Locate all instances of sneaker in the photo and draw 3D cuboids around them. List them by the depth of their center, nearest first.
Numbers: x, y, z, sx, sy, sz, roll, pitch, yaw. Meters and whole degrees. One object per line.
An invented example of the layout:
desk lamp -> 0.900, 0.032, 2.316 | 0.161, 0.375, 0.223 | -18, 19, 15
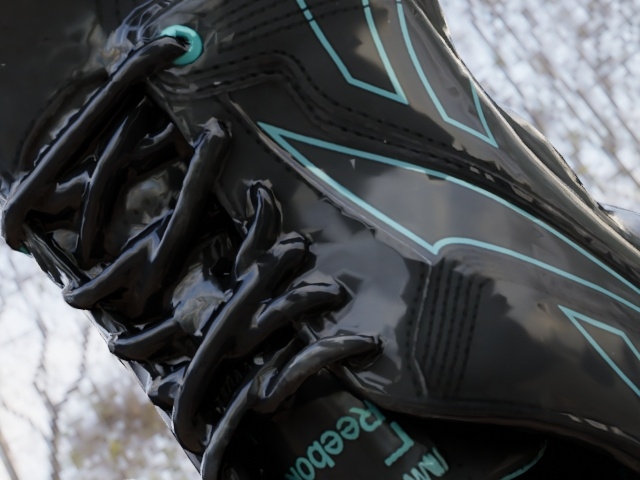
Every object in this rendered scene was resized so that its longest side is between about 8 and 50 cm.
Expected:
sneaker -> 0.000, 0.000, 0.382 | 0.101, 0.267, 0.106 | -53, 5, 30

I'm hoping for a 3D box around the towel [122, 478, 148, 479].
towel -> -0.108, 0.176, 0.790 | 0.110, 0.148, 0.027 | -8, -8, 12
